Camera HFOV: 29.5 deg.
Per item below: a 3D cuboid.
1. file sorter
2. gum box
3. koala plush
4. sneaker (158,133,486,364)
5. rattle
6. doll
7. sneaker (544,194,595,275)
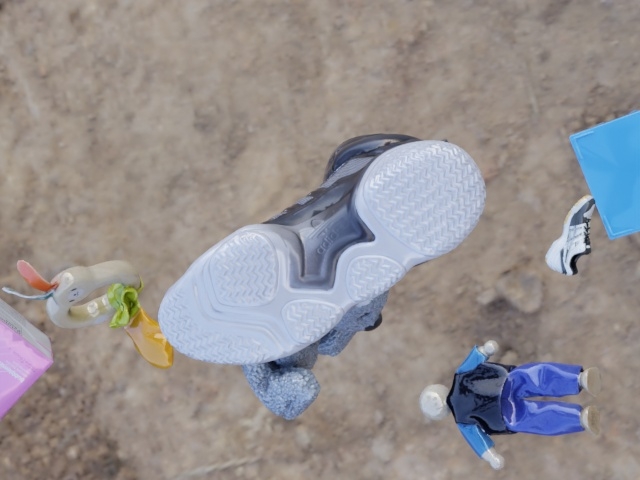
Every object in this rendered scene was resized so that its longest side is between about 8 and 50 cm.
[{"bbox_3d":[0.373,-0.092,1.268,0.170,0.104,0.118,-19,96,35],"label":"file sorter"},{"bbox_3d":[-0.331,0.084,1.057,0.188,0.107,0.062,43,-177,-22],"label":"gum box"},{"bbox_3d":[-0.003,0.062,1.445,0.221,0.196,0.203,-32,103,38],"label":"koala plush"},{"bbox_3d":[0.000,0.000,0.961,0.101,0.269,0.153,60,-173,-14],"label":"sneaker"},{"bbox_3d":[-0.288,0.099,1.510,0.130,0.200,0.142,-20,75,17],"label":"rattle"},{"bbox_3d":[0.183,0.165,1.218,0.189,0.046,0.129,-3,79,32],"label":"doll"},{"bbox_3d":[0.257,-0.004,1.205,0.037,0.032,0.083,34,111,32],"label":"sneaker"}]
